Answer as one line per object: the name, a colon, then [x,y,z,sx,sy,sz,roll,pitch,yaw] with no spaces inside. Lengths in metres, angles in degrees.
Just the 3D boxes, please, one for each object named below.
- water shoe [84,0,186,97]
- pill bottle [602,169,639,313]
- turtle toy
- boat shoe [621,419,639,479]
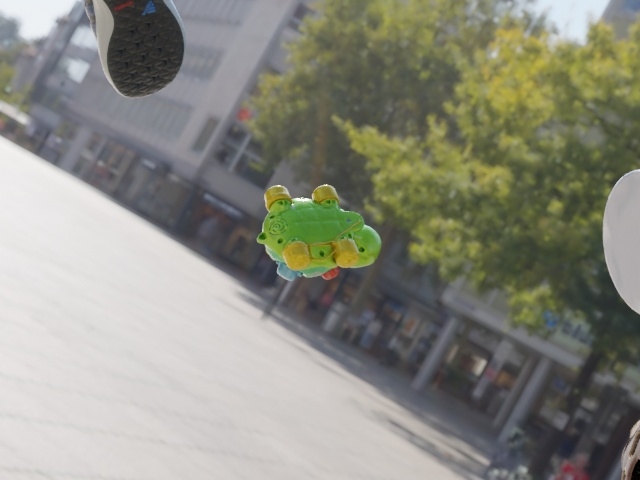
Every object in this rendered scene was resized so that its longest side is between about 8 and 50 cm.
water shoe: [-0.158,-0.204,1.003,0.203,0.073,0.080,84,-15,-54]
pill bottle: [0.297,-0.011,0.781,0.221,0.124,0.124,-6,11,-20]
turtle toy: [0.000,0.000,1.190,0.130,0.066,0.095,-1,49,-22]
boat shoe: [0.309,0.175,1.073,0.073,0.073,0.207,19,-30,11]
